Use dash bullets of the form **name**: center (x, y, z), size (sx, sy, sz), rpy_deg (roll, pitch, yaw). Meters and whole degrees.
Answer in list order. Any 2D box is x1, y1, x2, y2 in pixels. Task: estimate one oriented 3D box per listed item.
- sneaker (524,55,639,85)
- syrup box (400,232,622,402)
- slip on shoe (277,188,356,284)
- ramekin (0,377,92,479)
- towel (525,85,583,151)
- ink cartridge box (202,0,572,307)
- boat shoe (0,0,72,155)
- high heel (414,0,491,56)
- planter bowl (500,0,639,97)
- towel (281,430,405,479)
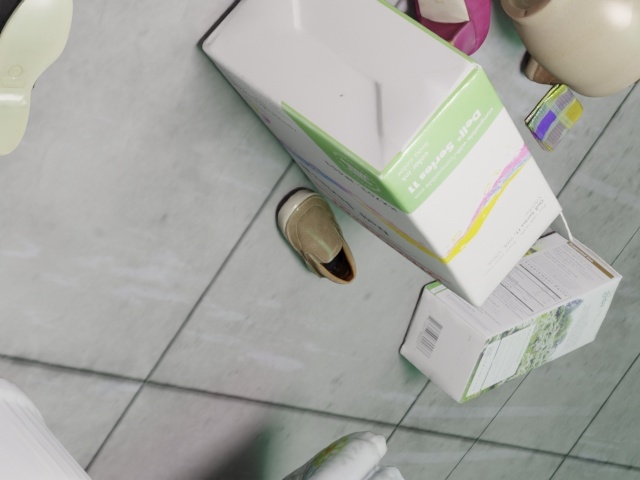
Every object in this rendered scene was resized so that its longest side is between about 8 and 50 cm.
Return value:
- **sneaker**: center (0.281, -0.182, 1.937), size (0.188, 0.071, 0.066), rpy_deg (-22, 140, -42)
- **syrup box**: center (0.206, 0.078, 2.105), size (0.237, 0.096, 0.093), rpy_deg (-21, 141, -43)
- **slip on shoe**: center (0.000, 0.000, 1.781), size (0.051, 0.041, 0.135), rpy_deg (-44, 150, -13)
- **ramekin**: center (-0.295, 0.255, 1.562), size (0.277, 0.135, 0.277), rpy_deg (-34, 147, -27)
- **towel**: center (0.239, -0.126, 2.008), size (0.060, 0.009, 0.083), rpy_deg (-50, 151, 0)
- **ink cartridge box**: center (0.068, -0.073, 1.621), size (0.119, 0.207, 0.353), rpy_deg (-50, 151, -5)
- **boat shoe**: center (-0.210, -0.123, 1.349), size (0.049, 0.042, 0.133), rpy_deg (9, 118, -35)
- **high heel**: center (0.113, -0.253, 1.643), size (0.117, 0.082, 0.244), rpy_deg (-62, 153, -47)
- **planter bowl**: center (0.229, -0.221, 1.758), size (0.109, 0.162, 0.162), rpy_deg (21, 108, -32)
- **towel**: center (-0.103, 0.348, 1.837), size (0.374, 0.090, 0.320), rpy_deg (-43, 178, -34)
